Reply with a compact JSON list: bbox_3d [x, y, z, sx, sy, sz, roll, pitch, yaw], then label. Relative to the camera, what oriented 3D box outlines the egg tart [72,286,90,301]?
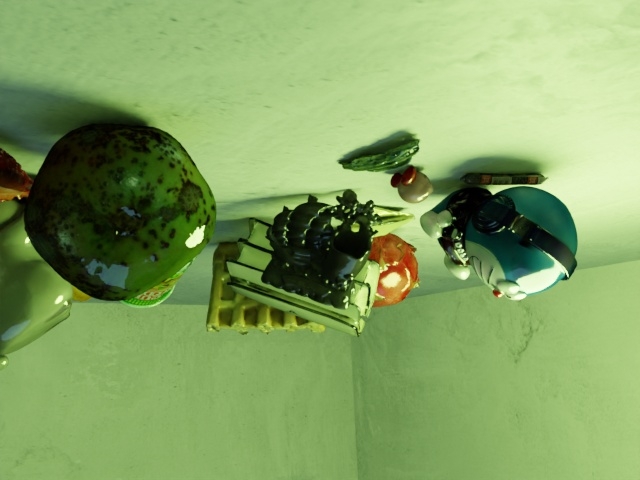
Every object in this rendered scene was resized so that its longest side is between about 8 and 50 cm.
[{"bbox_3d":[-0.580,0.027,1.683,0.171,0.215,0.215,10,173,14],"label":"egg tart"}]

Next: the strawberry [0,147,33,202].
[{"bbox_3d":[-0.553,-0.120,1.162,0.174,0.097,0.228,-32,165,38],"label":"strawberry"}]

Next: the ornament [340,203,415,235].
[{"bbox_3d":[0.149,-0.048,1.832,0.180,0.059,0.201,-7,172,15],"label":"ornament"}]

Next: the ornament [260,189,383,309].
[{"bbox_3d":[0.000,0.000,1.646,0.251,0.260,0.106,16,-152,9],"label":"ornament"}]

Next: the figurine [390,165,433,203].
[{"bbox_3d":[0.185,-0.108,1.474,0.071,0.066,0.083,25,175,-24],"label":"figurine"}]

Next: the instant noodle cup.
[{"bbox_3d":[-0.425,0.044,1.855,0.207,0.206,0.233,3,159,-30],"label":"instant noodle cup"}]

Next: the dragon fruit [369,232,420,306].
[{"bbox_3d":[0.148,0.074,2.025,0.241,0.240,0.252,-9,151,30],"label":"dragon fruit"}]

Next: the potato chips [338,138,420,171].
[{"bbox_3d":[0.123,-0.151,1.332,0.092,0.028,0.208,4,169,-38],"label":"potato chips"}]

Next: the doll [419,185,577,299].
[{"bbox_3d":[0.390,-0.005,1.545,0.284,0.240,0.310,37,176,-35],"label":"doll"}]

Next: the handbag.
[{"bbox_3d":[-0.046,0.109,1.865,0.359,0.160,0.236,19,156,11],"label":"handbag"}]

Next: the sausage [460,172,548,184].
[{"bbox_3d":[0.383,-0.128,1.526,0.199,0.025,0.028,-2,127,-11],"label":"sausage"}]

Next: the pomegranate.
[{"bbox_3d":[-0.321,-0.063,1.176,0.285,0.284,0.340,0,-165,-15],"label":"pomegranate"}]

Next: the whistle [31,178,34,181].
[{"bbox_3d":[-0.464,-0.036,1.435,0.269,0.180,0.093,40,148,-21],"label":"whistle"}]

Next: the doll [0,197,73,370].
[{"bbox_3d":[-0.579,0.036,1.316,0.226,0.370,0.215,-18,173,-11],"label":"doll"}]

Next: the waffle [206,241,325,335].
[{"bbox_3d":[-0.152,0.123,2.074,0.349,0.304,0.077,-3,144,6],"label":"waffle"}]
